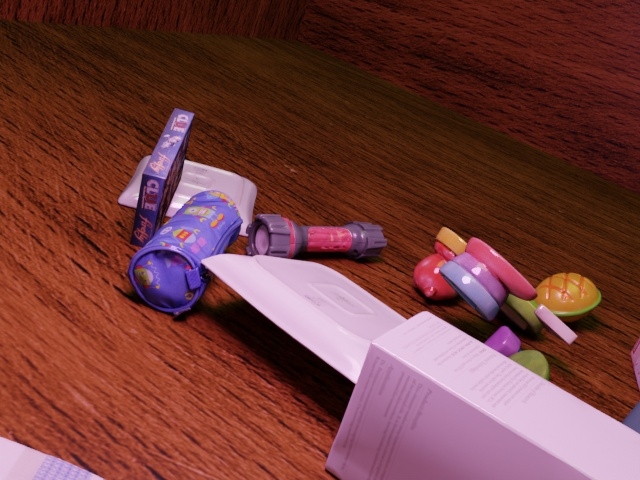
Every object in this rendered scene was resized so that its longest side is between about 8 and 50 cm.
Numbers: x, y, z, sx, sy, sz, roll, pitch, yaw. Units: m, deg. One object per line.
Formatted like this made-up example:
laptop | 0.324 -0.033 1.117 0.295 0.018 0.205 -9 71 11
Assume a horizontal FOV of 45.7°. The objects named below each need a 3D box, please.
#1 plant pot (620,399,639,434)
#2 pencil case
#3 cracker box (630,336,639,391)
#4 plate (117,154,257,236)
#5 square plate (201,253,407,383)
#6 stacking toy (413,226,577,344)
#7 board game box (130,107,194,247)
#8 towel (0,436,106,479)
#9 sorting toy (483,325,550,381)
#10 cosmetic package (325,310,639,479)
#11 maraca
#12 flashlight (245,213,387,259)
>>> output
plant pot | 0.634 0.285 1.141 0.293 0.235 0.293 20 21 -8
pencil case | -0.221 0.011 1.319 0.133 0.119 0.306 3 22 7
cracker box | 0.693 0.274 1.455 0.156 0.067 0.232 21 23 7
plate | -0.275 -0.114 1.656 0.277 0.045 0.278 14 24 -8
square plate | 0.029 0.116 1.242 0.347 0.049 0.344 34 12 30
stacking toy | 0.312 0.120 1.451 0.279 0.130 0.309 45 0 -6
board game box | -0.298 -0.121 1.441 0.042 0.165 0.243 16 37 -6
towel | -0.244 0.300 0.722 0.285 0.034 0.209 27 21 -10
sorting toy | 0.350 0.273 1.215 0.126 0.127 0.365 43 15 -16
cosmetic package | 0.219 0.279 0.928 0.385 0.217 0.156 31 27 24
maraca | 0.503 0.126 1.619 0.186 0.099 0.127 -13 27 -5
flashlight | 0.000 0.000 1.533 0.304 0.103 0.103 1 55 -36
